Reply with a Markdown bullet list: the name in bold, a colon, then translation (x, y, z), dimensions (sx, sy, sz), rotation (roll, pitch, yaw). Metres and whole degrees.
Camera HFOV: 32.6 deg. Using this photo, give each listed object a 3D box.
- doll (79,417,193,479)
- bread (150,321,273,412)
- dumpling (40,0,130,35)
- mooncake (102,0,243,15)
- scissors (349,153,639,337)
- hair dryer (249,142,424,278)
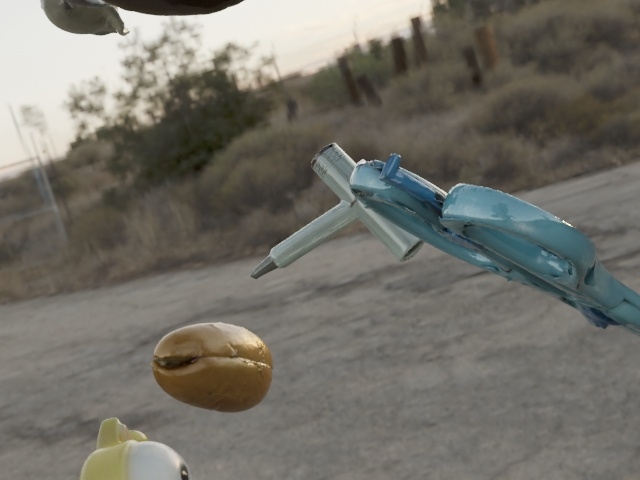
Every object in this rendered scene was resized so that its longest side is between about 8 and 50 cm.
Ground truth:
- **doll**: translation (-0.113, 0.196, 0.575), dimensions (0.086, 0.117, 0.291), rotation (-14, 19, 9)
- **bread**: translation (-0.126, 0.160, 1.390), dimensions (0.077, 0.114, 0.189), rotation (-6, -13, 40)
- **dumpling**: translation (-0.361, -0.367, 1.646), dimensions (0.108, 0.188, 0.127), rotation (-61, 25, -9)
- **mooncake**: translation (-0.165, -0.386, 1.185), dimensions (0.284, 0.155, 0.284), rotation (-3, -27, -2)
- **scissors**: translation (0.187, 0.038, 0.767), dimensions (0.393, 0.032, 0.180), rotation (28, -5, -31)
- **hair dryer**: translation (0.004, 0.007, 1.227), dimensions (0.183, 0.155, 0.044), rotation (-46, -18, 7)
